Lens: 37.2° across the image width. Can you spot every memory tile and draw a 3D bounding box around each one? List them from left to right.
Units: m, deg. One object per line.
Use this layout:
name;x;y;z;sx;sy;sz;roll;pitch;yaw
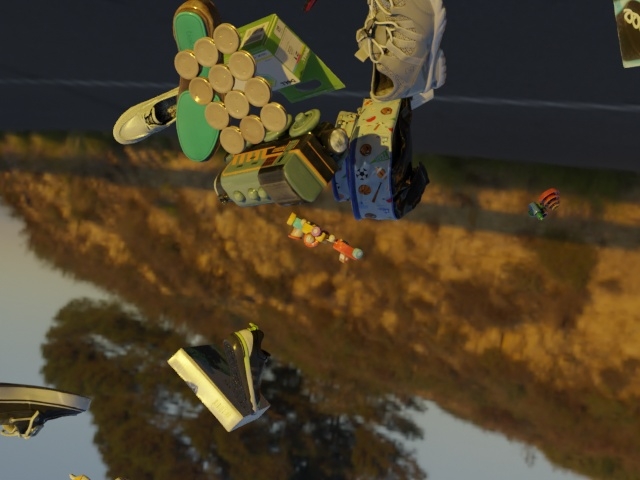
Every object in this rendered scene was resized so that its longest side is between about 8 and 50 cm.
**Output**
memory tile;-0.111;-0.186;1.180;0.113;0.148;0.012;-25;-169;37

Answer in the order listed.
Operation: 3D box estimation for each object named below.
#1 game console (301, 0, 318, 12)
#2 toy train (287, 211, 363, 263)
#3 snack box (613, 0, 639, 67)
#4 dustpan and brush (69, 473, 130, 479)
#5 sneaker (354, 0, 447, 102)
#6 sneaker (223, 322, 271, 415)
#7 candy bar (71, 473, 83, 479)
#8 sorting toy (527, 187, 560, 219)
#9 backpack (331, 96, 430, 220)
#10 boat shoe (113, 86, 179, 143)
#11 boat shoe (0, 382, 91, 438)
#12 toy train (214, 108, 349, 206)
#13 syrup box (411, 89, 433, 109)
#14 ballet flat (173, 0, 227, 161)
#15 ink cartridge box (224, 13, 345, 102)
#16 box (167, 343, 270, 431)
game console;-0.006;-0.467;1.558;0.085;0.144;0.124;35;137;-2
toy train;0.000;0.000;1.844;0.125;0.046;0.166;27;-178;-43
snack box;0.504;-0.429;1.422;0.187;0.322;0.060;-15;-173;-38
dustpan and brush;-0.415;0.519;1.952;0.211;0.060;0.147;32;171;6
sneaker;0.098;-0.276;1.260;0.115;0.105;0.281;-29;145;-5
sneaker;-0.146;0.289;2.115;0.097;0.235;0.084;-25;-140;-26
candy bar;-0.473;0.456;1.676;0.161;0.040;0.018;-30;123;27
sorting toy;0.477;-0.067;2.020;0.061;0.042;0.102;-19;155;-22
backpack;0.128;-0.178;2.194;0.213;0.263;0.277;-7;129;12
boat shoe;-0.393;-0.299;2.254;0.227;0.079;0.081;-29;-165;1
boat shoe;-0.601;0.342;1.896;0.113;0.105;0.306;2;171;39
toy train;-0.087;-0.154;1.924;0.334;0.190;0.142;-4;133;50
syrup box;0.198;-0.427;2.223;0.096;0.237;0.093;-30;-131;-17
ballet flat;-0.233;-0.330;1.929;0.116;0.342;0.124;9;-145;17
ink cartridge box;-0.096;-0.373;2.147;0.188;0.097;0.255;-9;142;43
box;-0.252;0.370;2.438;0.232;0.058;0.322;47;-178;9
